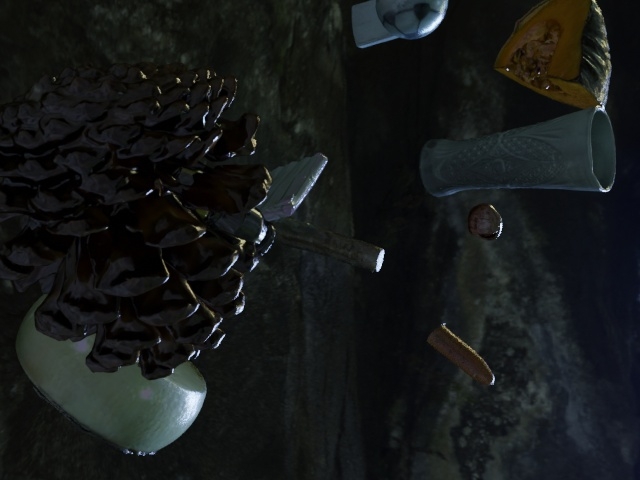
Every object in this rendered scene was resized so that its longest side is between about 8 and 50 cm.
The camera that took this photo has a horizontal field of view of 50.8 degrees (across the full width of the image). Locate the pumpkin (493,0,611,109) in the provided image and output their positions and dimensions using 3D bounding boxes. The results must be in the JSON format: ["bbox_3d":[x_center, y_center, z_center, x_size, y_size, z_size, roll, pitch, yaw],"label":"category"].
[{"bbox_3d":[0.392,-0.293,1.019,0.111,0.278,0.163,29,-78,-18],"label":"pumpkin"}]

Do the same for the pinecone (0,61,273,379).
[{"bbox_3d":[-0.155,-0.012,0.575,0.246,0.292,0.246,-1,-141,1],"label":"pinecone"}]

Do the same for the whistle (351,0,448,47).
[{"bbox_3d":[0.161,-0.490,1.409,0.163,0.289,0.164,11,-104,-52],"label":"whistle"}]

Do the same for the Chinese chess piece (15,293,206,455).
[{"bbox_3d":[-0.371,0.225,1.206,0.349,0.349,0.146,40,-94,-9],"label":"Chinese chess piece"}]

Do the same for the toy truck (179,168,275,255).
[{"bbox_3d":[-0.184,-0.048,1.082,0.224,0.165,0.148,44,-120,-52],"label":"toy truck"}]

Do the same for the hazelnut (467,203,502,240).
[{"bbox_3d":[0.374,-0.042,1.527,0.086,0.086,0.087,3,-100,-18],"label":"hazelnut"}]

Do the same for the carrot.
[{"bbox_3d":[0.260,0.209,1.221,0.048,0.048,0.139,-40,-119,-20],"label":"carrot"}]

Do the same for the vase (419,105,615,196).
[{"bbox_3d":[0.229,-0.098,0.812,0.096,0.219,0.096,3,-95,-50],"label":"vase"}]

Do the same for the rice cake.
[{"bbox_3d":[-0.090,-0.088,1.294,0.037,0.189,0.198,60,-150,-23],"label":"rice cake"}]

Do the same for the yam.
[{"bbox_3d":[0.000,0.000,1.313,0.273,0.061,0.061,17,-109,28],"label":"yam"}]
